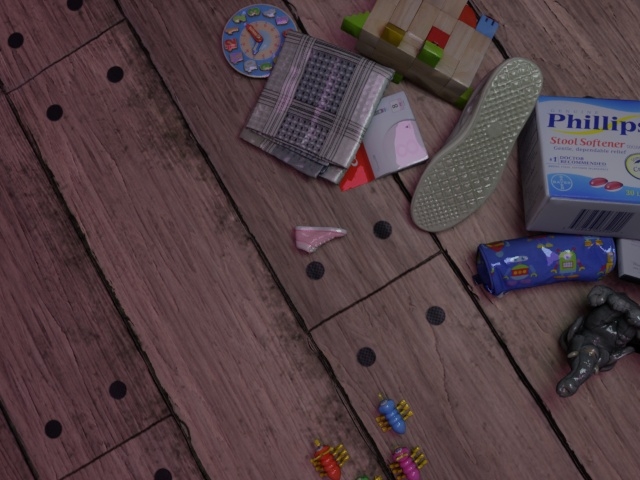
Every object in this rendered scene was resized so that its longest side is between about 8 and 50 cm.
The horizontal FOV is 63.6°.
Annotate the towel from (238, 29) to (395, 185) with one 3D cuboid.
[{"bbox_3d":[-0.018,-0.337,1.301,0.312,0.056,0.324,27,96,12],"label":"towel"}]

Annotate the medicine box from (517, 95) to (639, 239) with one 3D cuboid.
[{"bbox_3d":[0.604,-0.166,1.159,0.263,0.149,0.289,4,61,6],"label":"medicine box"}]

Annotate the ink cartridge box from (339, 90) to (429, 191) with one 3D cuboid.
[{"bbox_3d":[0.134,-0.249,1.308,0.232,0.066,0.189,-19,83,0],"label":"ink cartridge box"}]

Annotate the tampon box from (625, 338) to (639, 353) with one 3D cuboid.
[{"bbox_3d":[0.784,0.221,1.143,0.120,0.161,0.102,16,87,7],"label":"tampon box"}]

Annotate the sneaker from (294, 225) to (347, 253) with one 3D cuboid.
[{"bbox_3d":[0.000,0.000,1.300,0.134,0.051,0.070,2,86,9],"label":"sneaker"}]

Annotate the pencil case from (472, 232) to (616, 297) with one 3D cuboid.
[{"bbox_3d":[0.517,0.051,1.207,0.306,0.119,0.133,-10,90,5],"label":"pencil case"}]

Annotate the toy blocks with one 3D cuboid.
[{"bbox_3d":[0.273,-0.530,1.272,0.381,0.191,0.261,28,79,-3],"label":"toy blocks"}]

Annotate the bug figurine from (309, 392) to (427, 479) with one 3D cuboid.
[{"bbox_3d":[0.124,0.513,1.226,0.279,0.072,0.216,-37,82,1],"label":"bug figurine"}]

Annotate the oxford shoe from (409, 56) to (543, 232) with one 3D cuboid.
[{"bbox_3d":[0.365,-0.218,1.236,0.169,0.130,0.449,26,108,-5],"label":"oxford shoe"}]

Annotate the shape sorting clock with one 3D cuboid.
[{"bbox_3d":[-0.160,-0.531,1.370,0.206,0.040,0.206,-1,85,6],"label":"shape sorting clock"}]

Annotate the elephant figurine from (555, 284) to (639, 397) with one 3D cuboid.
[{"bbox_3d":[0.614,0.229,1.160,0.186,0.169,0.239,22,109,-26],"label":"elephant figurine"}]

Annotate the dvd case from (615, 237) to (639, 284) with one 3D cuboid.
[{"bbox_3d":[0.760,0.002,1.172,0.180,0.022,0.253,16,58,0],"label":"dvd case"}]
